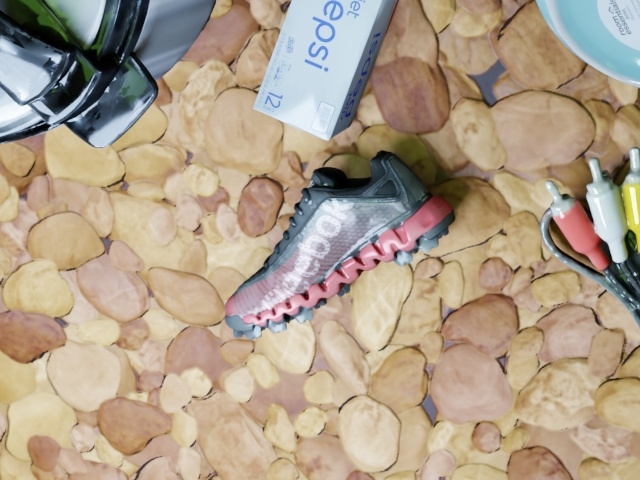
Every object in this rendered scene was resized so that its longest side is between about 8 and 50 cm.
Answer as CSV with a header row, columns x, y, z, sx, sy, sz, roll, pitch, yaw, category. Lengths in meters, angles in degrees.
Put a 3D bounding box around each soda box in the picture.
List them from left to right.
x,y,z,sx,sy,sz,roll,pitch,yaw,category
0.029,-0.253,1.861,0.091,0.098,0.286,24,107,9,soda box

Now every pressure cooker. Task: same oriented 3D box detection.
x,y,z,sx,sy,sz,roll,pitch,yaw,category
-0.314,-0.287,1.770,0.370,0.420,0.375,4,104,12,pressure cooker

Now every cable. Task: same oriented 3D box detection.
x,y,z,sx,sy,sz,roll,pitch,yaw,category
0.317,0.049,1.872,0.139,0.072,0.287,-21,97,23,cable

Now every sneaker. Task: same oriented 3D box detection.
x,y,z,sx,sy,sz,roll,pitch,yaw,category
0.000,0.000,1.927,0.276,0.097,0.135,-32,94,16,sneaker

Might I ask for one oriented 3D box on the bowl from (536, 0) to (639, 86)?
x,y,z,sx,sy,sz,roll,pitch,yaw,category
0.308,-0.249,1.590,0.311,0.163,0.311,19,143,15,bowl
